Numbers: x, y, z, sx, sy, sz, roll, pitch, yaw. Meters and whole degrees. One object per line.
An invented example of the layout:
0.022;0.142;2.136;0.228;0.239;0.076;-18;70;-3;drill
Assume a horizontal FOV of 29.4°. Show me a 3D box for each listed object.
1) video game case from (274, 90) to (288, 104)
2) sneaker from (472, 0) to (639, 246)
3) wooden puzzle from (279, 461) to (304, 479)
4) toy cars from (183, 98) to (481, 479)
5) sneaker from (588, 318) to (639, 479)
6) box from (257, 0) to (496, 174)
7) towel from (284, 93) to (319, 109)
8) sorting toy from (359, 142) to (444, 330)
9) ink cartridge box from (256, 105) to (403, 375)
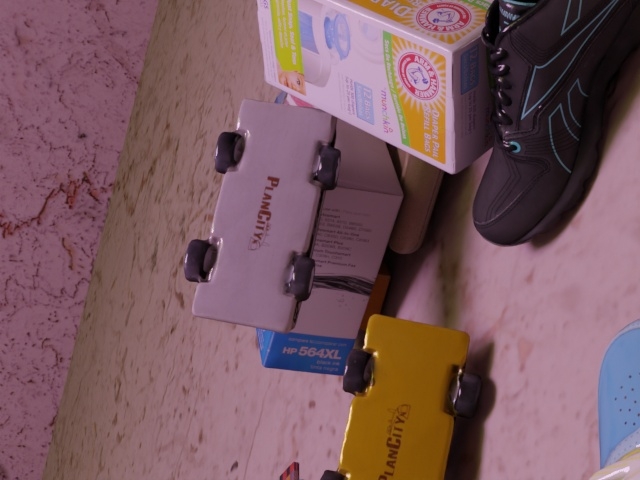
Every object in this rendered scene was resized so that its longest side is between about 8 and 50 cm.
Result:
-0.044;-0.099;1.432;0.212;0.023;0.193;156;126;-76;video game case
0.152;-0.120;0.846;0.101;0.106;0.267;-112;38;-58;sneaker
-0.035;0.261;1.261;0.083;0.006;0.049;125;152;-47;wooden puzzle
0.009;0.073;0.963;0.393;0.176;0.087;60;175;17;toy cars
0.137;0.136;0.524;0.127;0.208;0.319;-49;32;36;sneaker
0.058;-0.154;0.943;0.203;0.103;0.114;30;142;33;box
0.014;-0.141;1.220;0.144;0.029;0.197;57;136;47;towel
0.078;-0.083;1.145;0.229;0.041;0.307;-108;30;-62;sorting toy
0.000;0.000;1.132;0.148;0.086;0.203;-103;27;-56;ink cartridge box
